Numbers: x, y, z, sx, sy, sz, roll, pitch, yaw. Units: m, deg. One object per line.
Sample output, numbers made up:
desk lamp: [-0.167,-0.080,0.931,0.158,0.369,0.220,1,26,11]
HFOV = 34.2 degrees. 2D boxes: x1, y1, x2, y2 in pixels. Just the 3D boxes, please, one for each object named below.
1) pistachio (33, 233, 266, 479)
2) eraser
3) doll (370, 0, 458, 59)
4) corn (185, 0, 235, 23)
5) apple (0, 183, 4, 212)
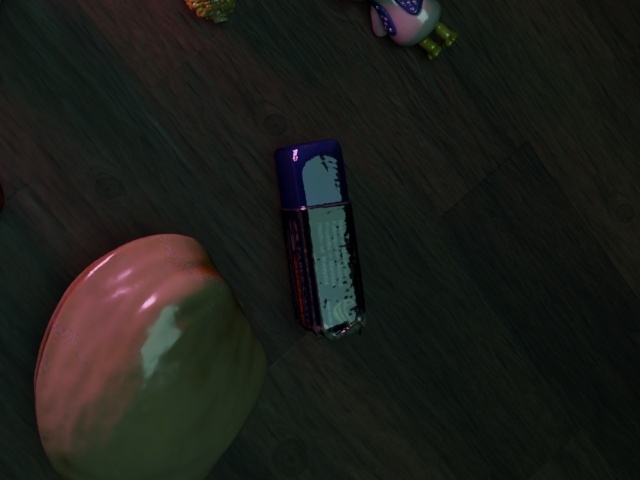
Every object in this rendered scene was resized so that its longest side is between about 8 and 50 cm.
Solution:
pistachio: [-0.261,0.206,1.633,0.365,0.281,0.445,7,104,-27]
eraser: [0.000,0.000,1.750,0.102,0.155,0.332,-10,95,-15]
doll: [0.111,-0.428,1.789,0.293,0.138,0.119,41,40,-17]
corn: [-0.218,-0.492,1.705,0.086,0.086,0.288,-23,98,-15]
apple: [-0.561,-0.076,1.572,0.156,0.158,0.147,48,67,-3]
